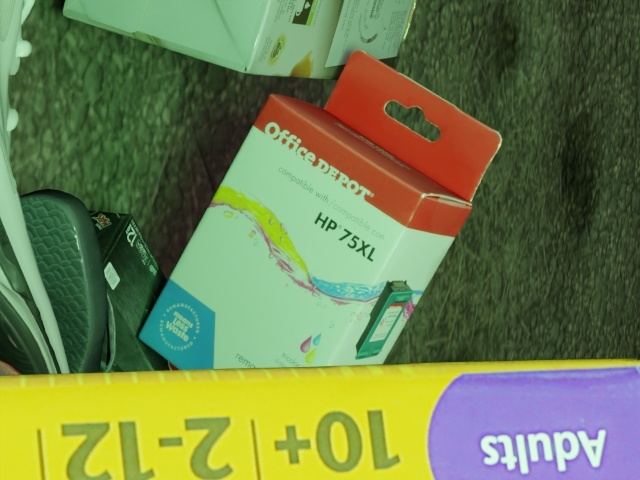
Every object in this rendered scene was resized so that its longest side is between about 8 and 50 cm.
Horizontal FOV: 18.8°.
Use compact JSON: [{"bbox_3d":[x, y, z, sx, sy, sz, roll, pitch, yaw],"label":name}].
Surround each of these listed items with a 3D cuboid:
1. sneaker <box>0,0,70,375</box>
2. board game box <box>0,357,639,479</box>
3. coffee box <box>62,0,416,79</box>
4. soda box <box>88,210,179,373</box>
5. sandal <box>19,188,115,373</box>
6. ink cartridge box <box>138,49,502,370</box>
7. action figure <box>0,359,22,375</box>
[{"bbox_3d":[-0.188,-0.051,1.059,0.257,0.169,0.447,-64,154,-45],"label":"sneaker"},{"bbox_3d":[-0.114,0.248,0.612,0.356,0.356,0.356,0,75,-27],"label":"board game box"},{"bbox_3d":[-0.042,-0.171,1.298,0.246,0.141,0.098,-7,115,-66],"label":"coffee box"},{"bbox_3d":[-0.130,0.055,1.300,0.053,0.060,0.169,-64,146,-35],"label":"soda box"},{"bbox_3d":[-0.167,0.076,1.210,0.054,0.097,0.254,-43,143,-50],"label":"sandal"},{"bbox_3d":[0.000,0.000,1.239,0.078,0.134,0.231,9,112,-62],"label":"ink cartridge box"},{"bbox_3d":[-0.197,0.133,0.974,0.091,0.139,0.280,-40,159,-40],"label":"action figure"}]
